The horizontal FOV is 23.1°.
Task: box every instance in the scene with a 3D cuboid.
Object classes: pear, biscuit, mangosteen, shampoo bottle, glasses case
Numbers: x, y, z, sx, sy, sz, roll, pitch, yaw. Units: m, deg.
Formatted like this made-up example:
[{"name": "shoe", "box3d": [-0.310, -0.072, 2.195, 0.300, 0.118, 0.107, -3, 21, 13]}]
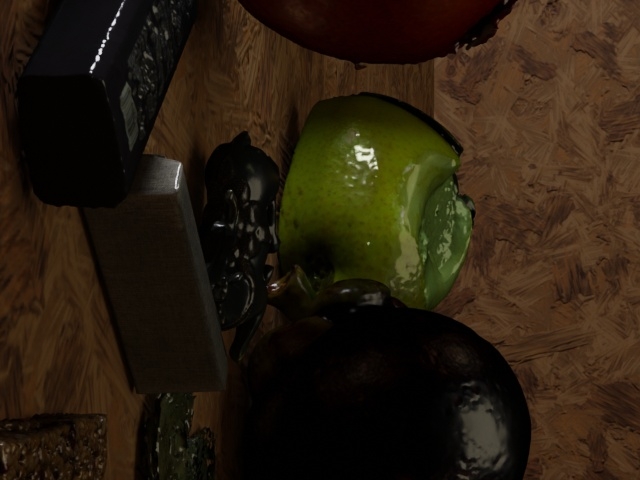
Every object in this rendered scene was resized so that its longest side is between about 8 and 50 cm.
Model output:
[{"name": "pear", "box3d": [0.063, -0.003, 1.804, 0.292, 0.159, 0.292, -12, 104, -63]}, {"name": "biscuit", "box3d": [-0.169, 0.137, 0.935, 0.199, 0.034, 0.064, 17, 74, -81]}, {"name": "mangosteen", "box3d": [0.066, 0.189, 1.589, 0.313, 0.297, 0.296, -94, 179, -58]}, {"name": "shampoo bottle", "box3d": [-0.127, -0.150, 1.045, 0.309, 0.071, 0.098, -77, 163, -52]}, {"name": "glasses case", "box3d": [-0.117, 0.029, 1.130, 0.047, 0.071, 0.205, -85, 169, -46]}]

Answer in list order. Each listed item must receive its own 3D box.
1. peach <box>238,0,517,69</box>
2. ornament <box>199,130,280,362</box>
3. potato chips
[{"name": "peach", "box3d": [0.062, -0.324, 1.323, 0.370, 0.370, 0.369, 1, 90, -80]}, {"name": "ornament", "box3d": [-0.086, -0.012, 1.278, 0.236, 0.080, 0.202, 48, 48, -76]}, {"name": "potato chips", "box3d": [-0.113, 0.209, 1.289, 0.220, 0.029, 0.202, 81, 16, -52]}]
